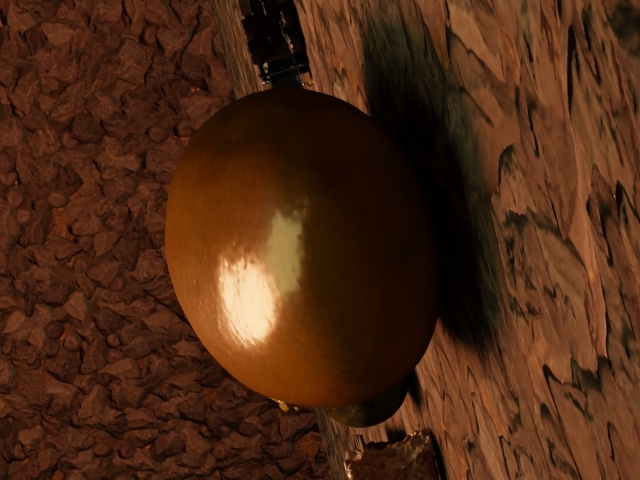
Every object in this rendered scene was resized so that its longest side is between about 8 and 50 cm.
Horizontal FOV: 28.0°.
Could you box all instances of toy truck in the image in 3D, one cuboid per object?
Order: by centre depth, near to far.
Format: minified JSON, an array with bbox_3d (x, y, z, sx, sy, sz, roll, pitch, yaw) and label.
[{"bbox_3d":[-0.066,-0.294,1.698,0.088,0.074,0.202,-37,-69,-86],"label":"toy truck"}]

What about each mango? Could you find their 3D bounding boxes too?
[{"bbox_3d":[-0.012,0.003,1.159,0.445,0.232,0.300,162,97,-76],"label":"mango"}]

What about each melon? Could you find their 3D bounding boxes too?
[{"bbox_3d":[0.049,0.172,1.574,0.167,0.114,0.114,-144,38,-81],"label":"melon"}]

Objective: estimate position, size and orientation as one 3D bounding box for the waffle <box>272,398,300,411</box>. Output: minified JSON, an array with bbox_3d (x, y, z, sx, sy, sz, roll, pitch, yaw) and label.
[{"bbox_3d":[-0.001,0.079,1.596,0.238,0.058,0.243,-66,0,-69],"label":"waffle"}]

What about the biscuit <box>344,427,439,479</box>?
[{"bbox_3d":[0.105,0.343,1.543,0.062,0.108,0.239,-103,-1,-71],"label":"biscuit"}]

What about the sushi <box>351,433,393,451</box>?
[{"bbox_3d":[0.119,0.416,1.880,0.294,0.059,0.292,107,148,-80],"label":"sushi"}]
